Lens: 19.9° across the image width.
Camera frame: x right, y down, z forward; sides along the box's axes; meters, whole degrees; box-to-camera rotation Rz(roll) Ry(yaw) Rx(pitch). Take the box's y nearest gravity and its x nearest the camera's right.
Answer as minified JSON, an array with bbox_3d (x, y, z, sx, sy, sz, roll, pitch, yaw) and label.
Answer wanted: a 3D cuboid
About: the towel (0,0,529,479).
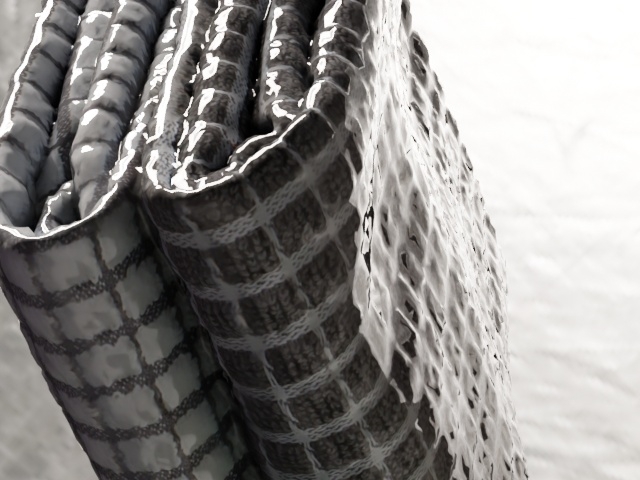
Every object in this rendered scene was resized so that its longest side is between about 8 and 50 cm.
[{"bbox_3d":[0.000,0.000,0.646,0.121,0.235,0.284,-13,34,16],"label":"towel"}]
